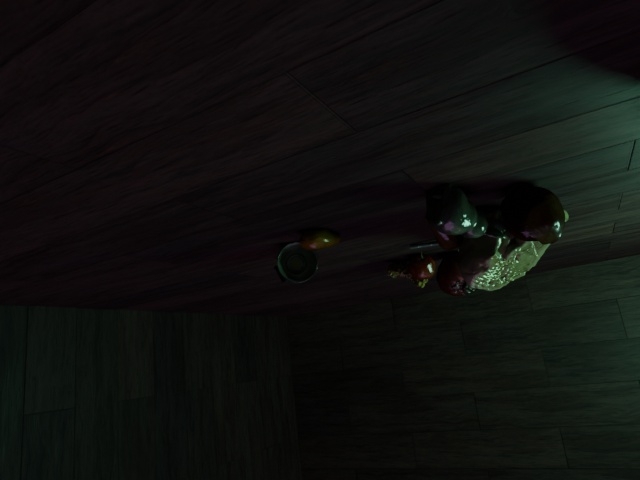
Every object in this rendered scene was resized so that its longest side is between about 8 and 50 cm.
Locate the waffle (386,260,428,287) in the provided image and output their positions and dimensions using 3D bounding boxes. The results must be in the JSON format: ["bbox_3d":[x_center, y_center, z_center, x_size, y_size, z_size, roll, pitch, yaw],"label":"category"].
[{"bbox_3d":[0.411,0.159,2.198,0.194,0.051,0.149,27,-141,24],"label":"waffle"}]

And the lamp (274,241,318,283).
[{"bbox_3d":[-0.084,0.086,1.759,0.172,0.147,0.227,-29,176,-8],"label":"lamp"}]

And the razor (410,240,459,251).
[{"bbox_3d":[0.464,0.014,1.878,0.211,0.036,0.084,-4,-149,23],"label":"razor"}]

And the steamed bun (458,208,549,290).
[{"bbox_3d":[0.593,0.008,1.565,0.275,0.203,0.289,11,124,-35],"label":"steamed bun"}]

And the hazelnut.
[{"bbox_3d":[0.621,-0.066,1.366,0.160,0.170,0.201,-15,139,33],"label":"hazelnut"}]

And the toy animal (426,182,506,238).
[{"bbox_3d":[0.409,-0.053,1.320,0.251,0.127,0.125,26,-178,-25],"label":"toy animal"}]

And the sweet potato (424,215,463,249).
[{"bbox_3d":[0.457,-0.011,1.657,0.106,0.095,0.354,36,-175,30],"label":"sweet potato"}]

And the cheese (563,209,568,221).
[{"bbox_3d":[0.776,-0.087,1.608,0.127,0.050,0.255,-15,164,29],"label":"cheese"}]

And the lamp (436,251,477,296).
[{"bbox_3d":[0.650,0.157,2.166,0.226,0.227,0.227,-6,166,-2],"label":"lamp"}]

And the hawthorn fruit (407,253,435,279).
[{"bbox_3d":[0.457,0.118,2.115,0.125,0.125,0.140,-8,166,5],"label":"hawthorn fruit"}]

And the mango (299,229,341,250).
[{"bbox_3d":[0.000,0.000,1.575,0.101,0.066,0.187,-18,170,39],"label":"mango"}]
